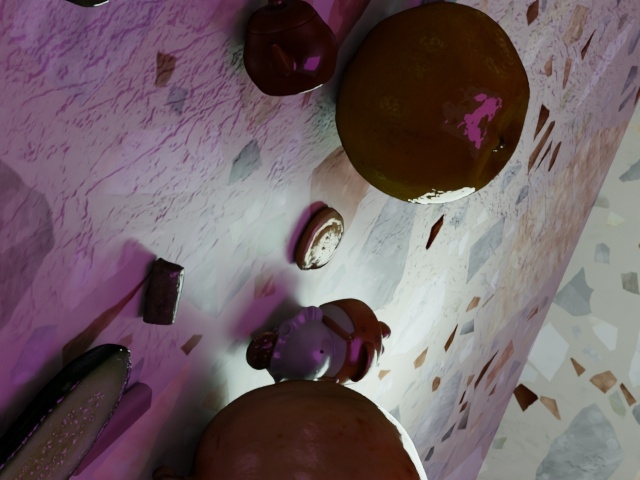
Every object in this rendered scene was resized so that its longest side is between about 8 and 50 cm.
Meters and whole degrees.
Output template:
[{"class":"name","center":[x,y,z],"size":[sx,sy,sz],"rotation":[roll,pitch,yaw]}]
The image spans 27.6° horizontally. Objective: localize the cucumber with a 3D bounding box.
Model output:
[{"class":"cucumber","center":[-0.306,0.213,1.480],"size":[0.244,0.063,0.115],"rotation":[-49,146,-26]}]

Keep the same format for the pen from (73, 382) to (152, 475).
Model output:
[{"class":"pen","center":[-0.280,0.245,1.616],"size":[0.197,0.032,0.053],"rotation":[-40,150,-46]}]

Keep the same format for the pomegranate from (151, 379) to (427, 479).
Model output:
[{"class":"pomegranate","center":[-0.050,0.395,1.865],"size":[0.411,0.412,0.411],"rotation":[-46,153,-32]}]

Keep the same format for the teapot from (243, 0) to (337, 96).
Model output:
[{"class":"teapot","center":[-0.038,-0.233,1.500],"size":[0.173,0.116,0.116],"rotation":[-76,180,-60]}]

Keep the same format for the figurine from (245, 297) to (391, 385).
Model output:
[{"class":"figurine","center":[-0.005,0.157,1.994],"size":[0.271,0.143,0.143],"rotation":[5,116,-30]}]

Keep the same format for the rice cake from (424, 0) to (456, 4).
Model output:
[{"class":"rice cake","center":[0.180,-0.358,1.888],"size":[0.210,0.034,0.043],"rotation":[-61,151,1]}]

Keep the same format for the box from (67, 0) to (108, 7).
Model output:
[{"class":"box","center":[-0.150,-0.342,1.030],"size":[0.329,0.178,0.252],"rotation":[-40,148,-41]}]

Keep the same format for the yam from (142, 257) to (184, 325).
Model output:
[{"class":"yam","center":[-0.191,0.067,1.585],"size":[0.043,0.043,0.094],"rotation":[-28,139,-53]}]

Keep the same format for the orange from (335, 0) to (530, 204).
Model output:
[{"class":"orange","center":[0.157,-0.183,1.776],"size":[0.279,0.235,0.279],"rotation":[-35,145,-29]}]

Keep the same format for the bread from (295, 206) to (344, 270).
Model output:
[{"class":"bread","center":[0.000,0.000,1.930],"size":[0.110,0.024,0.110],"rotation":[-47,153,-32]}]
